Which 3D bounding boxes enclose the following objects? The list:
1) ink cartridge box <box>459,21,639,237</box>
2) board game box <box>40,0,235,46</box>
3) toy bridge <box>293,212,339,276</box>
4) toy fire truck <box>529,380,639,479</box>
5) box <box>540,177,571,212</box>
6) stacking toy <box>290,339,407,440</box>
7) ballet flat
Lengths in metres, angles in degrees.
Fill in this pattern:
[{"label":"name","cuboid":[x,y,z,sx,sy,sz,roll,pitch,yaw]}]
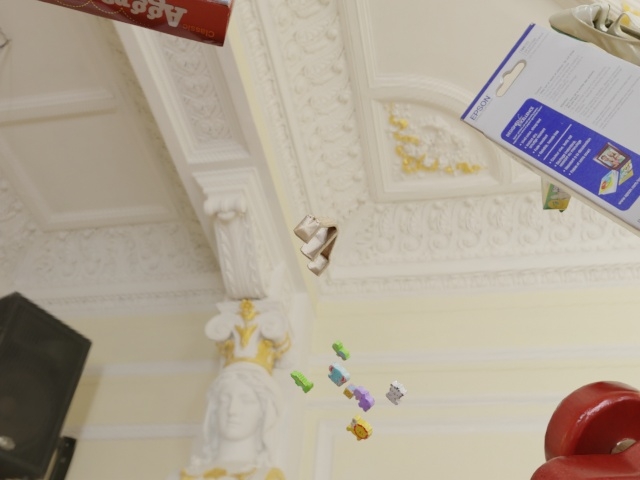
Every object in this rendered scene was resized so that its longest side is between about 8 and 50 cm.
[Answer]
[{"label":"ink cartridge box","cuboid":[0.346,-0.133,0.787,0.165,0.332,0.065,-53,-38,10]},{"label":"board game box","cuboid":[-0.175,-0.182,0.327,0.281,0.145,0.027,12,-41,-9]},{"label":"toy bridge","cuboid":[0.000,0.000,0.925,0.026,0.063,0.188,38,-11,16]},{"label":"toy fire truck","cuboid":[0.286,0.240,0.439,0.301,0.169,0.254,0,-85,-11]},{"label":"box","cuboid":[0.379,-0.121,1.024,0.043,0.105,0.179,-2,-21,15]},{"label":"stacking toy","cuboid":[0.067,0.324,1.434,0.221,0.167,0.052,38,-51,22]},{"label":"ballet flat","cuboid":[0.536,-0.395,1.191,0.086,0.248,0.086,-27,-38,-23]}]
